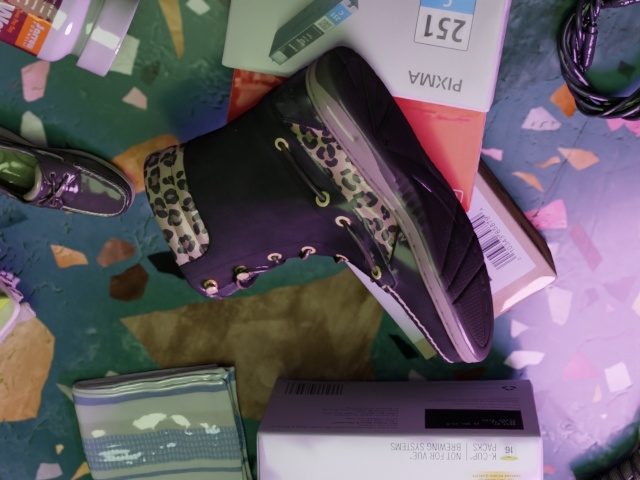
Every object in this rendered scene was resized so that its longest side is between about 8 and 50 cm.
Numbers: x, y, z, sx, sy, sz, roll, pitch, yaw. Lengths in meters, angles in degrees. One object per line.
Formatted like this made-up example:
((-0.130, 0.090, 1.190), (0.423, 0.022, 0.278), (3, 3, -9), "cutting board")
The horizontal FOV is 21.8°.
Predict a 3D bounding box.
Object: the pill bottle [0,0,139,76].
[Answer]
((-0.314, -0.267, 1.783), (0.221, 0.121, 0.121), (24, 114, -12), "pill bottle")

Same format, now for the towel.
((-0.193, 0.289, 2.114), (0.209, 0.034, 0.285), (-6, 117, 4), "towel")

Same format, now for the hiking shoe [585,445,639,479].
((0.388, 0.320, 2.104), (0.114, 0.086, 0.226), (10, 117, -9), "hiking shoe")

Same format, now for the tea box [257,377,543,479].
((0.099, 0.348, 1.998), (0.329, 0.220, 0.323), (1, 102, 4), "tea box")

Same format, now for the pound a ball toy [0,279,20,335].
((-0.496, 0.144, 1.949), (0.136, 0.208, 0.319), (47, 106, 12), "pound a ball toy")

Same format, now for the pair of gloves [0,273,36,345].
((-0.486, 0.066, 1.994), (0.204, 0.042, 0.240), (-39, 110, 17), "pair of gloves")

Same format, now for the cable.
((0.341, -0.217, 1.855), (0.151, 0.047, 0.184), (32, 113, -15), "cable")

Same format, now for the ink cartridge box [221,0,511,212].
((0.041, -0.175, 1.807), (0.296, 0.066, 0.261), (10, 104, 7), "ink cartridge box")

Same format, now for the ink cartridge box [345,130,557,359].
((0.133, -0.005, 1.937), (0.193, 0.088, 0.234), (-34, 112, 14), "ink cartridge box")

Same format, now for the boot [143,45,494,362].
((0.000, 0.000, 1.817), (0.284, 0.138, 0.377), (-21, 112, 28), "boot")

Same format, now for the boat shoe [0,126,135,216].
((-0.324, -0.071, 1.908), (0.224, 0.073, 0.080), (21, 115, -11), "boat shoe")
